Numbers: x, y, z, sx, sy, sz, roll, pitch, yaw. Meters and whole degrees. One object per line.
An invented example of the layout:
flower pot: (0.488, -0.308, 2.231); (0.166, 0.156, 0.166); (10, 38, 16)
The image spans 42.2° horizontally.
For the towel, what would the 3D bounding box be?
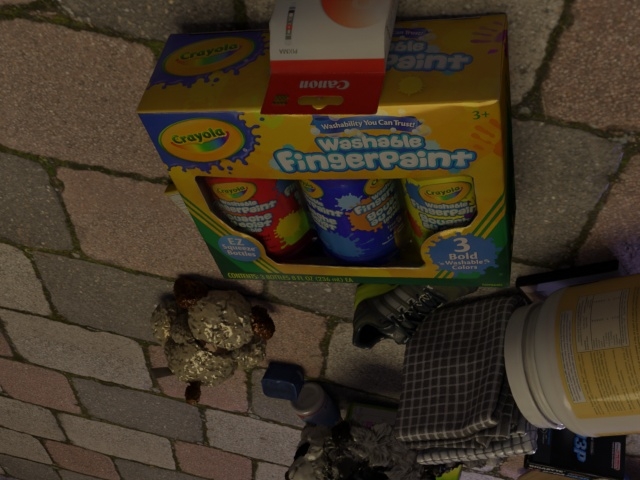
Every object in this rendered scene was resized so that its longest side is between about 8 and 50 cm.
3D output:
towel: (0.256, 0.240, 1.460); (0.235, 0.284, 0.121); (-17, 134, 38)

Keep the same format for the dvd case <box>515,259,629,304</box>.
dvd case: (0.475, 0.124, 1.437); (0.180, 0.022, 0.253); (-15, 137, 37)

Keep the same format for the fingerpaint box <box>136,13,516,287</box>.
fingerpaint box: (0.033, -0.101, 1.134); (0.444, 0.163, 0.371); (1, 143, 15)

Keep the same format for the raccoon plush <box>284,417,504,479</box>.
raccoon plush: (0.148, 0.502, 1.850); (0.446, 0.216, 0.299); (7, 172, -14)

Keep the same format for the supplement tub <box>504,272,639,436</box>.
supplement tub: (0.478, 0.173, 1.267); (0.331, 0.241, 0.241); (-15, 136, 38)

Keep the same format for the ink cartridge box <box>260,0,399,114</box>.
ink cartridge box: (0.007, -0.229, 0.964); (0.145, 0.179, 0.045); (3, 151, 18)

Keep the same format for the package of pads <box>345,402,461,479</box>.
package of pads: (0.205, 0.493, 2.016); (0.296, 0.101, 0.229); (9, 149, 9)

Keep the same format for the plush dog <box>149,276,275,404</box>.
plush dog: (-0.221, 0.192, 1.699); (0.262, 0.210, 0.225); (21, 123, -8)

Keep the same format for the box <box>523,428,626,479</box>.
box: (0.483, 0.336, 1.564); (0.175, 0.220, 0.051); (10, 151, 10)

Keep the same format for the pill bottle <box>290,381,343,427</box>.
pill bottle: (-0.003, 0.412, 1.997); (0.087, 0.087, 0.160); (-4, 142, 27)

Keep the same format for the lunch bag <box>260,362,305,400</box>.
lunch bag: (-0.082, 0.323, 1.920); (0.098, 0.065, 0.067); (7, 130, 14)

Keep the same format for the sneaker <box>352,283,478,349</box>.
sneaker: (0.163, 0.119, 1.465); (0.111, 0.121, 0.300); (31, 144, -22)

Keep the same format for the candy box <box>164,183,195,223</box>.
candy box: (-0.154, -0.072, 1.401); (0.206, 0.027, 0.105); (-9, 137, 32)

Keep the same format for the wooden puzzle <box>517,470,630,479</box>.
wooden puzzle: (0.675, 0.654, 1.980); (0.348, 0.080, 0.322); (52, 146, 14)
